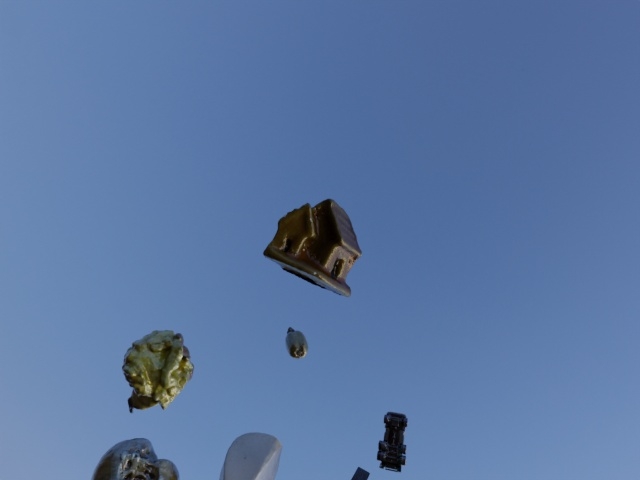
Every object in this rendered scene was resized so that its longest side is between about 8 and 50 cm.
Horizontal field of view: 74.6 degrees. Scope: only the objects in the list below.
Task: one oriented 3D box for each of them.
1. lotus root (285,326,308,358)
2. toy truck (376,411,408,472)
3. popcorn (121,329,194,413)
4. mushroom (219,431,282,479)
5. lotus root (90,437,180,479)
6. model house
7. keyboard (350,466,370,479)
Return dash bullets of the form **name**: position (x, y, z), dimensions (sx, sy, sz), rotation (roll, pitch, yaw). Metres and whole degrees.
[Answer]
- **lotus root**: position (-0.104, 0.435, 1.782), dimensions (0.090, 0.183, 0.077), rotation (-1, -70, -18)
- **toy truck**: position (0.294, 0.813, 1.685), dimensions (0.110, 0.216, 0.116), rotation (3, -40, 16)
- **popcorn**: position (-0.583, 0.464, 1.516), dimensions (0.293, 0.237, 0.293), rotation (32, -53, 57)
- **mushroom**: position (-0.183, 0.618, 0.999), dimensions (0.126, 0.177, 0.397), rotation (19, -52, 11)
- **lotus root**: position (-0.358, 0.496, 0.806), dimensions (0.158, 0.140, 0.322), rotation (32, -47, 11)
- **model house**: position (-0.001, -0.003, 1.154), dimensions (0.173, 0.268, 0.239), rotation (17, -102, 38)
- **keyboard**: position (0.138, 0.883, 1.539), dimensions (0.053, 0.155, 0.010), rotation (20, -80, 19)
